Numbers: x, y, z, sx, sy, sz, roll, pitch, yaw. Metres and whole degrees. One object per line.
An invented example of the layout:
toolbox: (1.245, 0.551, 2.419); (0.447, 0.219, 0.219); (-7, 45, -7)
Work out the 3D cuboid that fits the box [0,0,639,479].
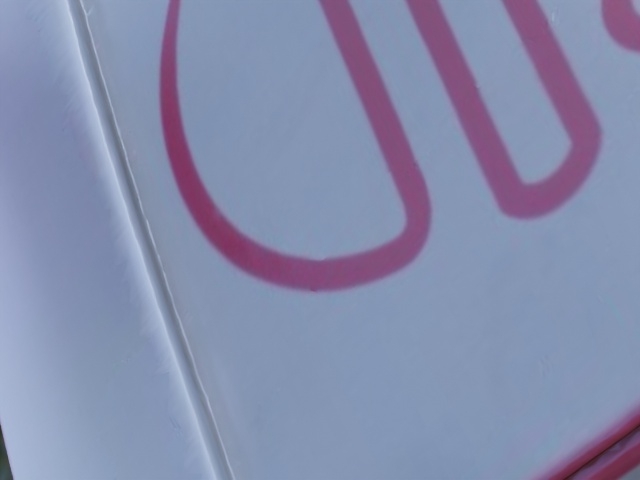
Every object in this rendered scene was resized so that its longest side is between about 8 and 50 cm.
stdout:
box: (0.098, -0.015, 0.583); (0.300, 0.314, 0.312); (-40, 52, 27)
